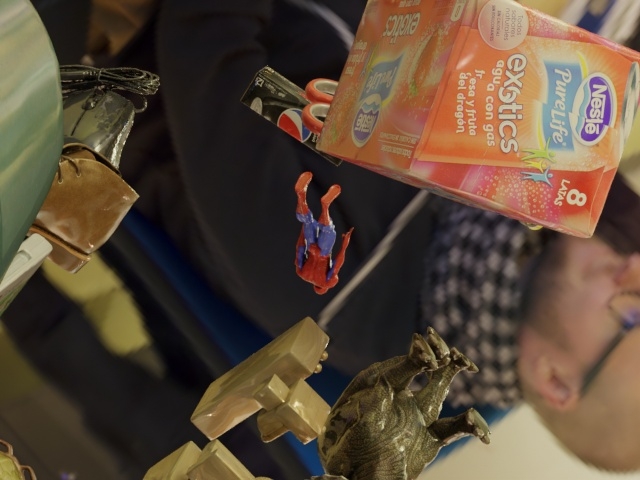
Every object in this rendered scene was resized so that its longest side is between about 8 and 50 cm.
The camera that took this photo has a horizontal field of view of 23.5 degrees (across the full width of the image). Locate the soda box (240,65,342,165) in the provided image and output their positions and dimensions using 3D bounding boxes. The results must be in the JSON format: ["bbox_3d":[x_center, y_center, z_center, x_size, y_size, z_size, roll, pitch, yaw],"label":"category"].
[{"bbox_3d":[-0.027,-0.177,2.183,0.053,0.169,0.060,-57,180,18],"label":"soda box"}]

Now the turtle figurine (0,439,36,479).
[{"bbox_3d":[-0.329,0.230,1.486,0.087,0.269,0.217,-52,170,-10],"label":"turtle figurine"}]

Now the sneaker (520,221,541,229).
[{"bbox_3d":[0.232,-0.049,1.595,0.035,0.031,0.083,8,110,-52],"label":"sneaker"}]

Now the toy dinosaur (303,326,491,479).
[{"bbox_3d":[0.050,0.150,1.257,0.160,0.121,0.313,-37,-165,12],"label":"toy dinosaur"}]

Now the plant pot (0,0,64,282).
[{"bbox_3d":[-0.297,-0.038,0.824,0.341,0.341,0.334,-54,-174,16],"label":"plant pot"}]

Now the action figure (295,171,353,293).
[{"bbox_3d":[0.000,0.000,1.095,0.030,0.038,0.115,-55,158,-37],"label":"action figure"}]

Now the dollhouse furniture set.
[{"bbox_3d":[-0.036,0.172,1.147,0.144,0.123,0.151,-36,-166,31],"label":"dollhouse furniture set"}]

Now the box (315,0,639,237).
[{"bbox_3d":[0.117,-0.104,1.207,0.300,0.154,0.142,-153,-98,-75],"label":"box"}]

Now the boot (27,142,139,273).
[{"bbox_3d":[-0.286,-0.068,1.502,0.115,0.112,0.305,-40,154,7],"label":"boot"}]

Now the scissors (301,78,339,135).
[{"bbox_3d":[0.114,-0.108,1.729,0.109,0.297,0.021,-61,171,-56],"label":"scissors"}]

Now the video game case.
[{"bbox_3d":[-0.297,0.098,1.169,0.212,0.023,0.193,-49,-177,13],"label":"video game case"}]

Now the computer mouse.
[{"bbox_3d":[-0.348,-0.161,2.214,0.072,0.188,0.272,82,14,-54],"label":"computer mouse"}]
